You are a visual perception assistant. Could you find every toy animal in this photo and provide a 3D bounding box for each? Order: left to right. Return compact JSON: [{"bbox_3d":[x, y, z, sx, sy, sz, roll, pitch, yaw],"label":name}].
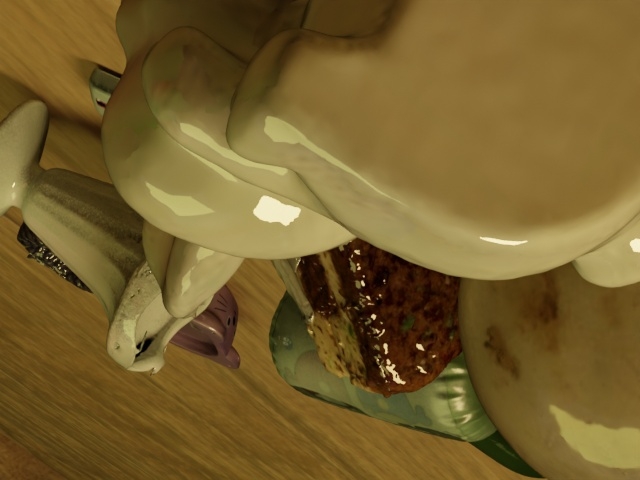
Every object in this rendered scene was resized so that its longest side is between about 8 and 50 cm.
[{"bbox_3d":[0.015,-0.058,0.946,0.241,0.196,0.367,39,159,-25],"label":"toy animal"}]

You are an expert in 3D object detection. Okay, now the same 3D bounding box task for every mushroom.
[{"bbox_3d":[0.188,0.037,1.035,0.207,0.207,0.215,19,-164,28],"label":"mushroom"}]

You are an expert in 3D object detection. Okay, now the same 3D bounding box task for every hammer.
[{"bbox_3d":[0.117,0.121,1.534,0.206,0.119,0.335,16,167,39],"label":"hammer"}]

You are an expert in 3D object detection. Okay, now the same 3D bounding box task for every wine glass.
[{"bbox_3d":[-0.176,-0.008,1.520,0.196,0.165,0.165,30,165,12],"label":"wine glass"}]

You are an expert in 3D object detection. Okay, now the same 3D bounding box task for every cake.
[{"bbox_3d":[0.003,-0.001,1.266,0.112,0.135,0.246,11,157,50],"label":"cake"}]

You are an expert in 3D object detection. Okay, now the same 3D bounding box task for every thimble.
[{"bbox_3d":[-0.224,0.000,1.783,0.104,0.066,0.095,33,163,-6],"label":"thimble"}]

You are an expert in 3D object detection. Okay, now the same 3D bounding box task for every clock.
[{"bbox_3d":[-0.122,0.065,1.839,0.110,0.050,0.153,24,164,14],"label":"clock"}]

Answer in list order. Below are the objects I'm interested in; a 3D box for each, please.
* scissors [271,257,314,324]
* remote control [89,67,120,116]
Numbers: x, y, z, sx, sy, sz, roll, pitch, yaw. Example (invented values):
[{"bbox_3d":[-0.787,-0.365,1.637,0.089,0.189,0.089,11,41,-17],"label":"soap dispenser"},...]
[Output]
[{"bbox_3d":[-0.053,-0.041,1.257,0.212,0.021,0.110,60,160,2],"label":"scissors"},{"bbox_3d":[-0.094,-0.072,1.396,0.166,0.029,0.065,25,165,10],"label":"remote control"}]
